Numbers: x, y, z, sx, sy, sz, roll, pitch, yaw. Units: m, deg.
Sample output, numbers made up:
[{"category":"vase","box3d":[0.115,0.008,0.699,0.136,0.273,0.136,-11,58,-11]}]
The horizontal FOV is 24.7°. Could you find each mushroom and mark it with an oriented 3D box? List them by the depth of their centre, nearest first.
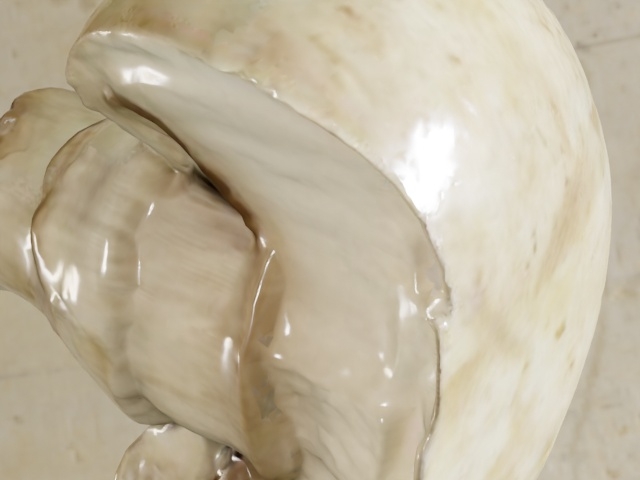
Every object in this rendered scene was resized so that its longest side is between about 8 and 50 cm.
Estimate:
[{"category":"mushroom","box3d":[0.000,0.000,0.500,0.195,0.254,0.189,24,38,30]}]
